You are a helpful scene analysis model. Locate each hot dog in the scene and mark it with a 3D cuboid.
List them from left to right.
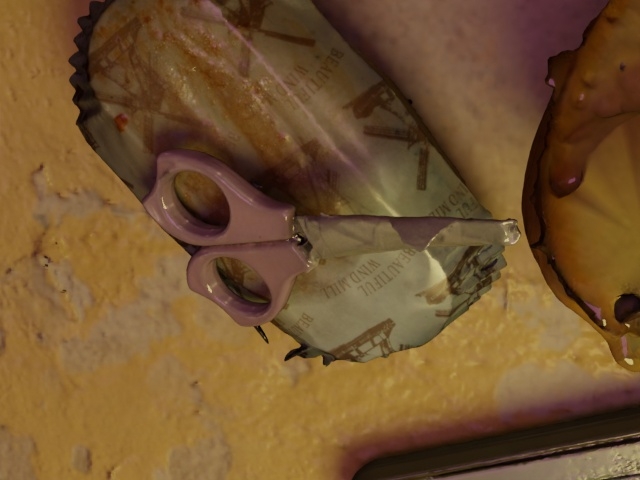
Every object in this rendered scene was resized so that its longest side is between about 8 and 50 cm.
[{"bbox_3d":[-0.019,-0.043,0.613,0.163,0.082,0.270,-36,102,29],"label":"hot dog"}]

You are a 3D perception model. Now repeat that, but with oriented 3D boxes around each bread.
[{"bbox_3d":[0.198,-0.037,0.521,0.204,0.162,0.262,33,67,5],"label":"bread"}]

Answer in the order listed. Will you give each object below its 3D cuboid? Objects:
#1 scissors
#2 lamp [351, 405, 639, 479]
[{"bbox_3d":[0.000,0.000,0.542,0.212,0.021,0.110,0,124,39],"label":"scissors"},{"bbox_3d":[0.170,0.234,0.656,0.267,0.047,0.269,-15,100,16],"label":"lamp"}]
